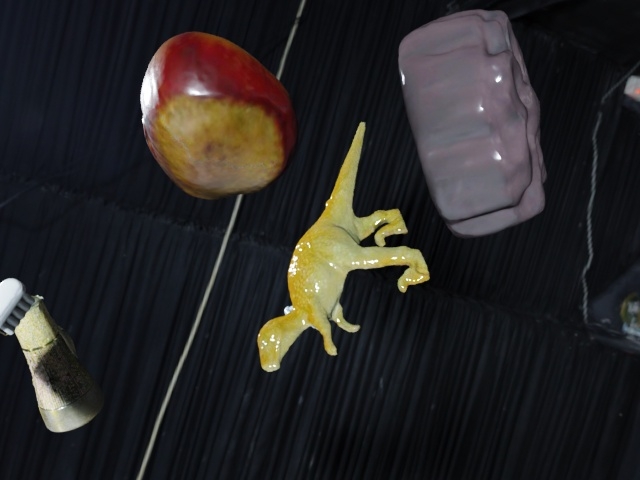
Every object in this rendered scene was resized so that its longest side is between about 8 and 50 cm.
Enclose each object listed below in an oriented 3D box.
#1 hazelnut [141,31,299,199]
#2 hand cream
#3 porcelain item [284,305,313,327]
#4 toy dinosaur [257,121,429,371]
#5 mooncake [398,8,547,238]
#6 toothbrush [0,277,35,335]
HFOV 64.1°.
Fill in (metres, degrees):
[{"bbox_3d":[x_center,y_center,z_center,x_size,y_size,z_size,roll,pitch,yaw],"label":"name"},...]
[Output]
[{"bbox_3d":[-0.141,-0.178,0.711,0.229,0.230,0.229,16,1,0],"label":"hazelnut"},{"bbox_3d":[-0.380,0.168,0.718,0.083,0.203,0.084,-12,23,5],"label":"hand cream"},{"bbox_3d":[-0.038,0.152,1.035,0.083,0.028,0.036,14,42,34],"label":"porcelain item"},{"bbox_3d":[0.000,0.000,0.361,0.126,0.162,0.039,-20,-27,1],"label":"toy dinosaur"},{"bbox_3d":[0.206,-0.147,0.652,0.141,0.283,0.283,-14,-14,28],"label":"mooncake"},{"bbox_3d":[-0.314,0.176,0.358,0.025,0.343,0.030,13,-31,15],"label":"toothbrush"}]
